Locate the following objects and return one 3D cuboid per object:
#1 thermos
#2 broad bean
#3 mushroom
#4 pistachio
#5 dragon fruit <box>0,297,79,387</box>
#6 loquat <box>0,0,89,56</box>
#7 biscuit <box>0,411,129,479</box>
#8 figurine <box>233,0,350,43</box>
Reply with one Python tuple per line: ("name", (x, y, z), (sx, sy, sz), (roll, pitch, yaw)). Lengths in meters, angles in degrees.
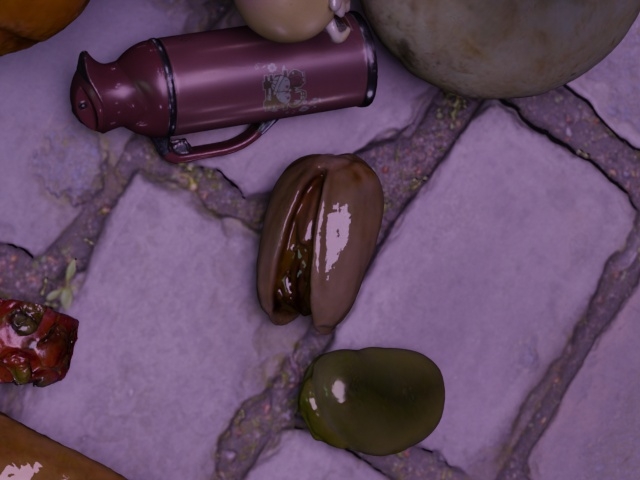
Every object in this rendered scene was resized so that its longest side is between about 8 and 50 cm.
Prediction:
("thermos", (-0.113, -0.169, 1.788), (0.330, 0.136, 0.109), (-10, 64, -18))
("broad bean", (0.058, 0.179, 1.833), (0.174, 0.082, 0.124), (10, 83, -16))
("mushroom", (0.194, -0.324, 1.806), (0.352, 0.260, 0.352), (-2, 96, -17))
("pistachio", (0.000, 0.000, 1.809), (0.129, 0.131, 0.206), (13, 89, 28))
("dragon fruit", (-0.322, 0.110, 1.706), (0.147, 0.096, 0.102), (3, 91, -16))
("loquat", (-0.353, -0.320, 1.618), (0.276, 0.276, 0.284), (-20, 110, -18))
("biscuit", (-0.302, 0.427, 1.638), (0.446, 0.104, 0.429), (27, 79, 5))
("figurine", (-0.106, -0.320, 1.609), (0.394, 0.226, 0.274), (51, 56, -39))
